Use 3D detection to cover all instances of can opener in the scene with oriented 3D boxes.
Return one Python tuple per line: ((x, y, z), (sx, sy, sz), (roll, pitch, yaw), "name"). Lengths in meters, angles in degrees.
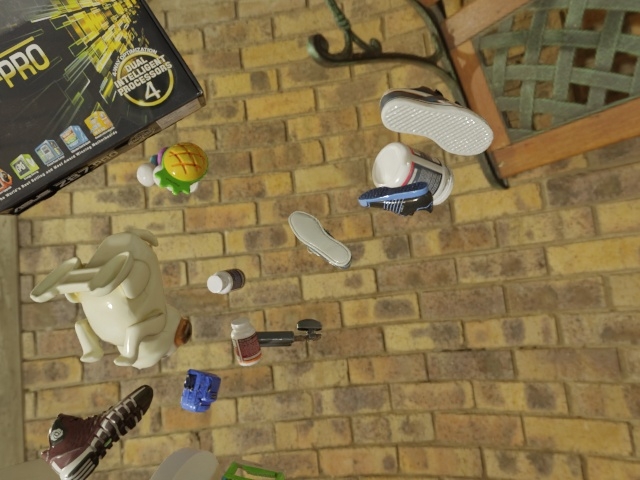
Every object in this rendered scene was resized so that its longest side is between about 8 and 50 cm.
((-0.130, 0.348, 1.709), (0.284, 0.095, 0.076), (3, 148, -19), "can opener")

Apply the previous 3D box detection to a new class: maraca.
((-0.394, -0.208, 1.295), (0.127, 0.185, 0.099), (27, 144, -10), "maraca")

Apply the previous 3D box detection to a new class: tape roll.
((-0.418, 0.825, 1.339), (0.072, 0.391, 0.392), (3, 177, 17), "tape roll")

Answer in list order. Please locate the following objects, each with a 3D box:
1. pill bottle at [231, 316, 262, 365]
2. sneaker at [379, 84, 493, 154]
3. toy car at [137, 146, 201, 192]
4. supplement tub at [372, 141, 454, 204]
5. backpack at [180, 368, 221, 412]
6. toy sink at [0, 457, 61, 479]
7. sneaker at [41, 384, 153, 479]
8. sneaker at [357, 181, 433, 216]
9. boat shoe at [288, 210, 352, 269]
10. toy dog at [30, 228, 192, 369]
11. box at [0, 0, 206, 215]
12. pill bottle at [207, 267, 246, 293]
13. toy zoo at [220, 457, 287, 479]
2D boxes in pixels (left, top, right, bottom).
((-0.257, 0.344, 1.556), (0.086, 0.151, 0.086), (-11, -166, 3), "pill bottle")
((0.310, -0.333, 1.213), (0.321, 0.127, 0.126), (15, 131, -17), "sneaker")
((-0.472, -0.228, 1.430), (0.182, 0.136, 0.159), (8, -178, 32), "toy car")
((0.352, -0.246, 1.717), (0.272, 0.191, 0.191), (14, 163, -32), "supplement tub")
((-0.368, 0.464, 1.388), (0.101, 0.120, 0.098), (5, 161, 29), "backpack")
((-0.852, 0.743, 1.333), (0.234, 0.152, 0.131), (-1, 142, -37), "toy sink")
((-0.578, 0.454, 1.155), (0.163, 0.106, 0.281), (22, -140, 18), "sneaker")
((0.221, -0.110, 1.341), (0.232, 0.090, 0.081), (-3, -147, 39), "sneaker")
((0.000, 0.000, 1.452), (0.255, 0.095, 0.079), (35, 165, 19), "boat shoe")
((-0.572, 0.204, 1.363), (0.285, 0.407, 0.395), (-12, -147, 12), "toy dog")
((-0.444, -0.275, 0.755), (0.395, 0.318, 0.097), (-32, -174, -7), "box")
((-0.380, 0.165, 1.829), (0.094, 0.094, 0.169), (-9, 179, 19), "pill bottle")
((-0.244, 0.775, 1.306), (0.193, 0.030, 0.293), (-2, -154, 26), "toy zoo")
